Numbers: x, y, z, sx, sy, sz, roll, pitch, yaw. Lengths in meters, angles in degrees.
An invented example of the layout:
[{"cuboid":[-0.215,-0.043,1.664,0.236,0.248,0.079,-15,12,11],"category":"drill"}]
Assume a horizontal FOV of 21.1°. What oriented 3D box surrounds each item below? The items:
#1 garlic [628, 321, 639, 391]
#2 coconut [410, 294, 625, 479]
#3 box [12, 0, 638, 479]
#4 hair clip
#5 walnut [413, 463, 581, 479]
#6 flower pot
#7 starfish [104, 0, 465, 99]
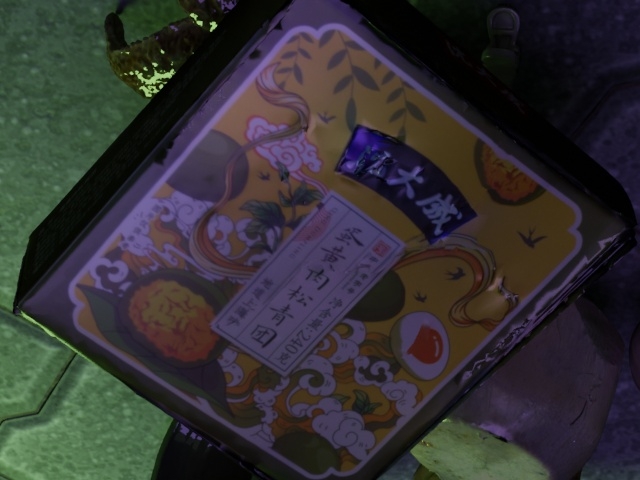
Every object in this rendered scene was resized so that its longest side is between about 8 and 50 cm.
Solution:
[{"cuboid":[0.462,0.136,1.683,0.322,0.241,0.322,3,105,10],"category":"garlic"},{"cuboid":[0.189,0.130,1.732,0.227,0.230,0.227,16,148,10],"category":"coconut"},{"cuboid":[0.000,0.000,1.516,0.373,0.138,0.420,37,110,-20],"category":"box"},{"cuboid":[0.171,-0.111,1.644,0.034,0.072,0.226,5,127,9],"category":"hair clip"},{"cuboid":[0.192,0.266,1.865,0.184,0.155,0.155,8,127,10],"category":"walnut"},{"cuboid":[-0.072,0.277,1.914,0.148,0.235,0.235,25,129,-30],"category":"flower pot"},{"cuboid":[-0.047,-0.238,1.548,0.398,0.132,0.383,-7,108,23],"category":"starfish"}]
